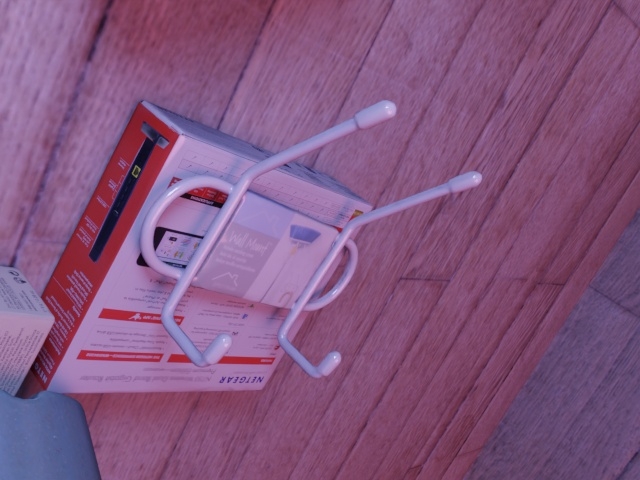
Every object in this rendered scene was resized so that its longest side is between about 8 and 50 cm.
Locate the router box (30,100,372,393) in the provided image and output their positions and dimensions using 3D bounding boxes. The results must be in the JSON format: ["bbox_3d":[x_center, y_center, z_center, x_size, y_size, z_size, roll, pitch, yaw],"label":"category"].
[{"bbox_3d":[-0.127,0.034,0.808,0.335,0.082,0.301,16,109,-53],"label":"router box"}]

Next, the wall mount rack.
[{"bbox_3d":[0.000,0.000,0.733,0.350,0.130,0.304,22,104,-54],"label":"wall mount rack"}]

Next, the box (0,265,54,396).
[{"bbox_3d":[-0.374,0.070,0.561,0.275,0.094,0.113,18,107,-53],"label":"box"}]

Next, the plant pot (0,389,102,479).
[{"bbox_3d":[-0.309,0.327,0.592,0.341,0.334,0.341,-16,156,-7],"label":"plant pot"}]
